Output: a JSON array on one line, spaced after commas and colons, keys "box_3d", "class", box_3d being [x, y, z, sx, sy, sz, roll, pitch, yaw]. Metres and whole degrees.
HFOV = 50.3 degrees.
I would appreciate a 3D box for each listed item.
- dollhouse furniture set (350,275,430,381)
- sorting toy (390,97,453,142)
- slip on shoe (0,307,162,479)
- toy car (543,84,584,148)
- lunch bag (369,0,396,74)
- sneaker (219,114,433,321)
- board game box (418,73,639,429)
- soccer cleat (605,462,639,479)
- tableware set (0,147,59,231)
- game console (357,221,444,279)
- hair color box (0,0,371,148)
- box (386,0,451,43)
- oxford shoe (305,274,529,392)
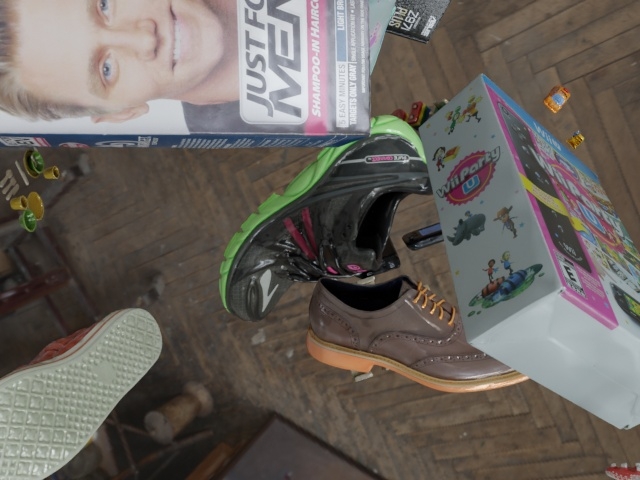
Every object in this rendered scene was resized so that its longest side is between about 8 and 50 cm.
[{"box_3d": [0.145, 0.197, 1.620, 0.241, 0.161, 0.212, -18, 80, -6], "class": "dollhouse furniture set"}, {"box_3d": [0.215, -0.215, 1.315, 0.274, 0.046, 0.132, -1, 65, 51], "class": "sorting toy"}, {"box_3d": [-0.319, 0.185, 0.805, 0.101, 0.331, 0.123, -16, 105, 28], "class": "slip on shoe"}, {"box_3d": [0.467, -0.238, 1.271, 0.122, 0.060, 0.040, 58, 152, 7], "class": "toy car"}, {"box_3d": [-0.036, -0.256, 0.911, 0.160, 0.262, 0.224, -114, 31, -42], "class": "lunch bag"}, {"box_3d": [0.000, 0.000, 1.182, 0.483, 0.185, 0.202, -45, 72, 25], "class": "sneaker"}, {"box_3d": [0.224, 0.002, 0.676, 0.224, 0.303, 0.097, 31, 124, -28], "class": "board game box"}, {"box_3d": [0.271, 0.204, 0.558, 0.083, 0.029, 0.036, -7, 76, 55], "class": "soccer cleat"}, {"box_3d": [-0.467, -0.087, 1.116, 0.024, 0.154, 0.104, -9, 123, 6], "class": "tableware set"}, {"box_3d": [0.220, -0.007, 1.667, 0.361, 0.213, 0.044, -18, 111, 3], "class": "game console"}, {"box_3d": [-0.131, -0.177, 0.638, 0.105, 0.347, 0.174, -173, 81, -74], "class": "hair color box"}, {"box_3d": [0.133, -0.412, 1.040, 0.147, 0.078, 0.180, 10, 136, -20], "class": "box"}, {"box_3d": [0.158, 0.131, 1.017, 0.363, 0.130, 0.133, 5, 116, 5], "class": "oxford shoe"}]
